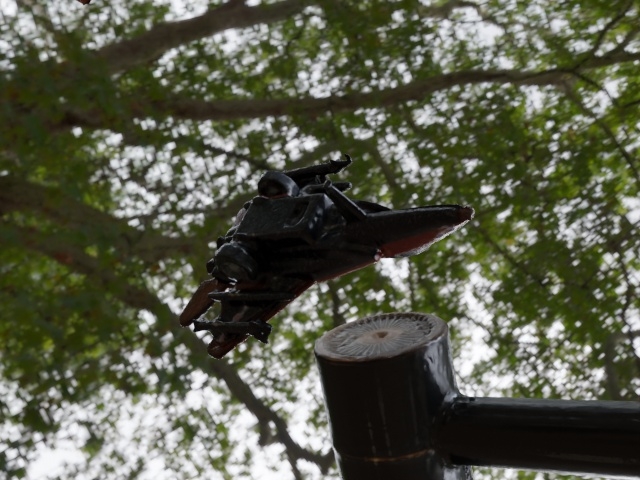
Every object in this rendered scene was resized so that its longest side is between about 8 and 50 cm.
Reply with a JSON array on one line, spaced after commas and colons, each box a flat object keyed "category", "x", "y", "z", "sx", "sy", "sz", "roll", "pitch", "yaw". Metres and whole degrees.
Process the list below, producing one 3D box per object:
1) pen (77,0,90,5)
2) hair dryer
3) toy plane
[{"category": "pen", "x": -0.231, "y": -0.197, "z": 0.516, "sx": 0.028, "sy": 0.239, "sz": 0.028, "roll": -36, "pitch": -139, "yaw": 40}, {"category": "hair dryer", "x": 0.167, "y": 0.156, "z": 0.662, "sx": 0.352, "sy": 0.107, "sz": 0.189, "roll": -2, "pitch": -74, "yaw": 32}, {"category": "toy plane", "x": -0.003, "y": -0.002, "z": 0.462, "sx": 0.061, "sy": 0.130, "sz": 0.189, "roll": 40, "pitch": -32, "yaw": -20}]
